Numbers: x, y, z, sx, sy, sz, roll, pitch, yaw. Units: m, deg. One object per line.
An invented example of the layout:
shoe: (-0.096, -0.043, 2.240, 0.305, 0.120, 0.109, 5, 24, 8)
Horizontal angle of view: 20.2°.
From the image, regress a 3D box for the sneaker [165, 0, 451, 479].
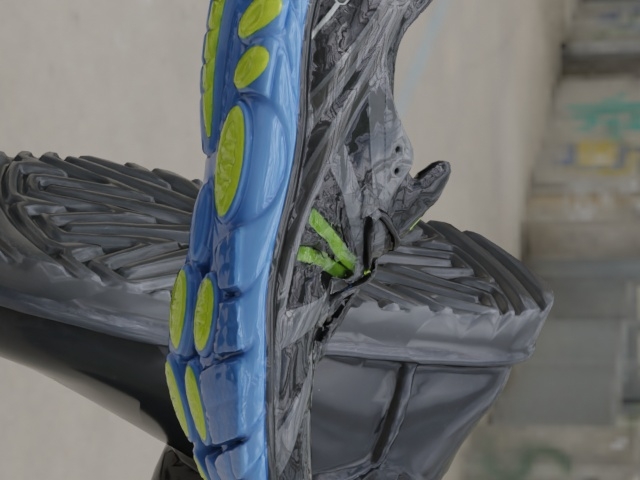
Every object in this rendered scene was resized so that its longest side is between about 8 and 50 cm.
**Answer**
sneaker: (0.000, 0.000, 0.536, 0.067, 0.078, 0.188, -161, -101, -64)

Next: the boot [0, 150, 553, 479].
boot: (-0.101, 0.193, 0.974, 0.146, 0.367, 0.445, 53, -53, 54)
